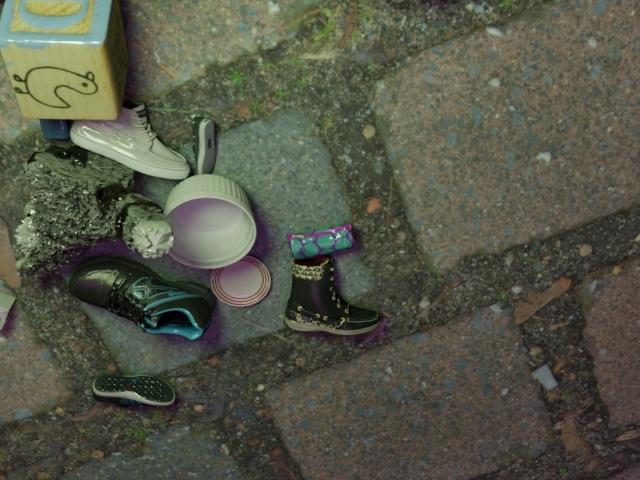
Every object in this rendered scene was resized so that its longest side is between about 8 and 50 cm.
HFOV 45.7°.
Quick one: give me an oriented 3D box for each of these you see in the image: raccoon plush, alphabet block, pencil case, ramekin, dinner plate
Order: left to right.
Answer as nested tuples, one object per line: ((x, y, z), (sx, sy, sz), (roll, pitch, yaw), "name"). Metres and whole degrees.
((-0.471, -0.360, 1.415), (0.193, 0.193, 0.197), (1, 146, -4), "alphabet block")
((-0.488, 0.008, 1.534), (0.216, 0.446, 0.299), (2, 119, -36), "raccoon plush")
((-0.245, -0.048, 1.653), (0.207, 0.109, 0.207), (-4, 131, -5), "ramekin")
((-0.189, 0.094, 1.801), (0.141, 0.017, 0.141), (-2, 116, -3), "dinner plate")
((0.000, 0.000, 1.744), (0.152, 0.064, 0.070), (-11, 142, 0), "pencil case")

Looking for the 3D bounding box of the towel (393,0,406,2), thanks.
((0.258, -0.604, 1.326), (0.324, 0.056, 0.312), (-36, 160, -16), "towel")

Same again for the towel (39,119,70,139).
((-0.553, -0.269, 1.569), (0.067, 0.029, 0.119), (8, 116, 23), "towel")

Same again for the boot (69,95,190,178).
((-0.382, -0.223, 1.582), (0.258, 0.095, 0.123), (19, 115, -16), "boot")

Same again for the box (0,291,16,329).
((-0.867, 0.111, 1.722), (0.324, 0.067, 0.063), (23, 113, -16), "box")

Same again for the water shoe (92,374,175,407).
((-0.467, 0.380, 1.903), (0.203, 0.072, 0.080), (14, 141, -12), "water shoe")

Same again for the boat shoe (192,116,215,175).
((-0.255, -0.202, 1.636), (0.040, 0.049, 0.142), (24, 126, 23), "boat shoe")

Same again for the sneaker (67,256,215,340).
((-0.410, 0.134, 1.733), (0.341, 0.139, 0.125), (13, 118, -9), "sneaker")

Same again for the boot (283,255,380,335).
((0.034, 0.129, 1.801), (0.237, 0.085, 0.178), (2, 114, -6), "boot")
